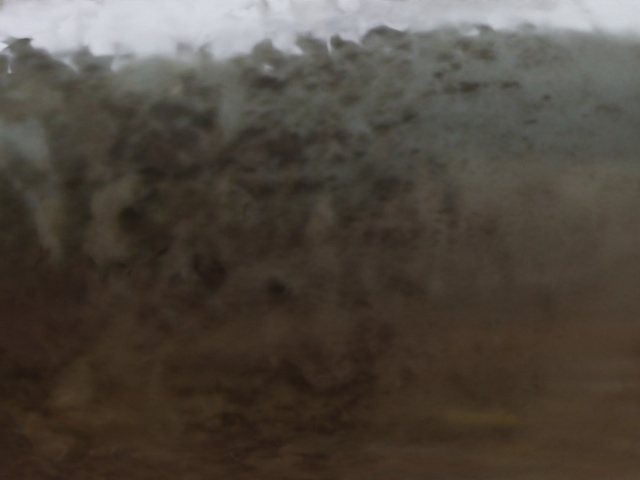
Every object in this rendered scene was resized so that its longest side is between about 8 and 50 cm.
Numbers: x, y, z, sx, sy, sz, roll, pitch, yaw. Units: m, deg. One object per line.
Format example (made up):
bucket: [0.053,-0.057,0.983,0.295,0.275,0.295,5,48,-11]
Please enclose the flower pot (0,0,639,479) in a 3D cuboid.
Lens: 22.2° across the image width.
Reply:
flower pot: [0.000,0.000,0.699,0.330,0.294,0.293,-3,-29,-16]
